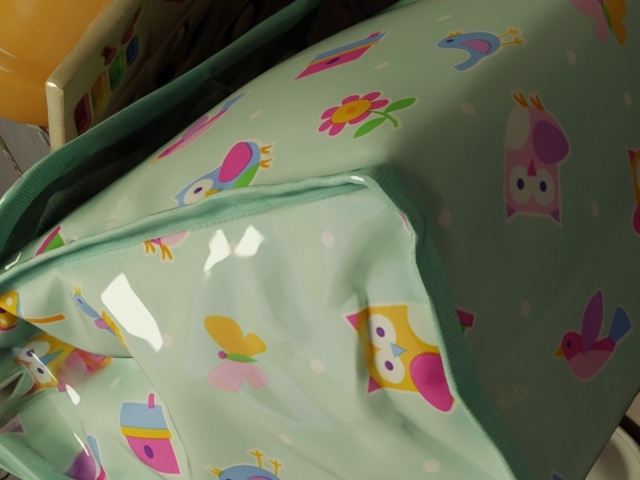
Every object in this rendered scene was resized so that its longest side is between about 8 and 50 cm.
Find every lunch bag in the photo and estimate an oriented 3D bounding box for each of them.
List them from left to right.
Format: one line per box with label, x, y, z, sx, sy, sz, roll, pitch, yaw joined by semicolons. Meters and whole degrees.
lunch bag;0.000;0.000;0.579;0.262;0.223;0.160;-9;113;42

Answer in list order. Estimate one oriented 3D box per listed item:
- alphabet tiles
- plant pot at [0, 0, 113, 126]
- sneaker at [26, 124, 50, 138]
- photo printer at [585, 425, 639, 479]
alphabet tiles;-0.072;-0.049;0.726;0.011;0.285;0.342;31;156;6
plant pot;-0.106;-0.177;0.736;0.205;0.205;0.188;59;152;-2
sneaker;-0.138;-0.114;1.045;0.180;0.124;0.321;47;169;19
photo printer;0.086;0.153;0.888;0.307;0.107;0.256;41;154;39
